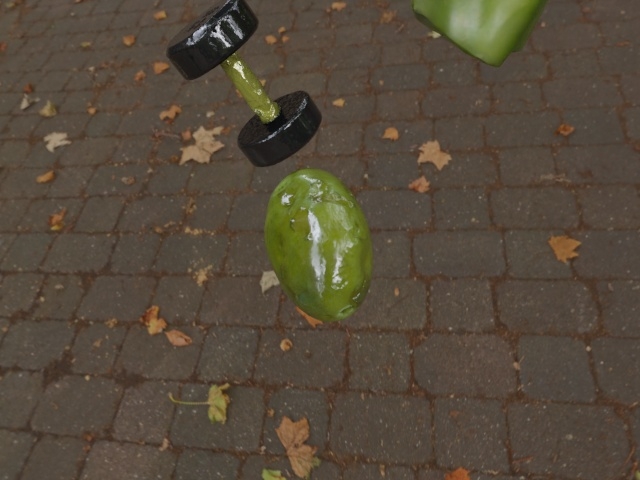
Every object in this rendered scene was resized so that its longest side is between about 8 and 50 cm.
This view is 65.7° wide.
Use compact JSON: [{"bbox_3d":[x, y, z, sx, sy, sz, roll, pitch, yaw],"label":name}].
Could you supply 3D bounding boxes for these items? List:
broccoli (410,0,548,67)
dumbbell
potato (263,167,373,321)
[{"bbox_3d":[0.152,-0.290,0.205,0.353,0.397,0.275,13,49,47],"label":"broccoli"},{"bbox_3d":[-0.161,-0.341,1.091,0.203,0.322,0.204,-26,34,20],"label":"dumbbell"},{"bbox_3d":[0.000,0.000,0.752,0.148,0.186,0.253,4,57,-33],"label":"potato"}]
